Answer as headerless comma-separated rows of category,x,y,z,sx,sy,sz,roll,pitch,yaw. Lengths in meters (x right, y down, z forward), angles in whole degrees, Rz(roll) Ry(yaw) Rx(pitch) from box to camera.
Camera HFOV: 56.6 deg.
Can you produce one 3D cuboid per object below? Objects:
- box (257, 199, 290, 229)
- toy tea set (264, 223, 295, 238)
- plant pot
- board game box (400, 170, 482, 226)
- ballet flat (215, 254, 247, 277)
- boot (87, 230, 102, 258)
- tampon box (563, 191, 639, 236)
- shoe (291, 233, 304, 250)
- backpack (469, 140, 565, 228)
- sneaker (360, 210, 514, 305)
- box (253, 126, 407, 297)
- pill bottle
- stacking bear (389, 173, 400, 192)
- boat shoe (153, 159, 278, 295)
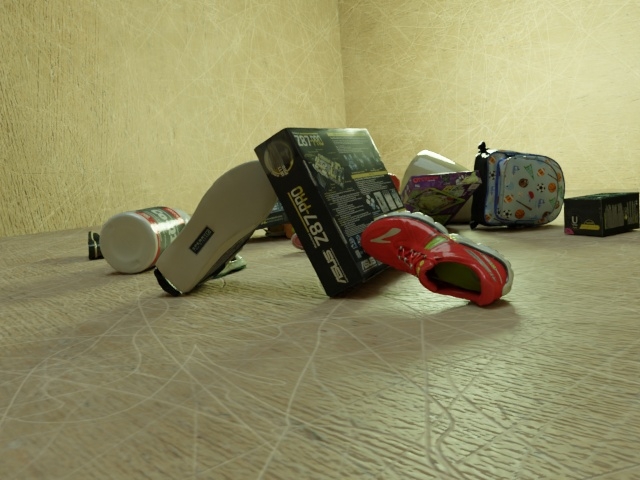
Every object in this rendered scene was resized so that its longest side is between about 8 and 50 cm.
box,-0.208,-0.119,2.061,0.183,0.059,0.232,-13,31,-3
toy tea set,-0.051,-0.078,2.052,0.200,0.124,0.336,-10,9,-36
plant pot,0.466,-0.164,2.105,0.274,0.256,0.256,22,22,36
board game box,0.342,-0.116,1.851,0.208,0.056,0.347,-9,-18,-10
ballet flat,-0.224,0.051,1.441,0.057,0.052,0.168,-2,7,18
boot,-0.696,0.018,1.966,0.137,0.076,0.198,-2,19,-21
tampon box,0.762,-0.073,1.609,0.161,0.101,0.120,-9,8,-27
shoe,0.000,0.000,1.651,0.178,0.063,0.081,1,3,9
backpack,0.617,-0.159,1.830,0.264,0.276,0.213,0,11,-16
sneaker,0.181,0.029,0.998,0.279,0.107,0.118,19,27,29
box,0.061,-0.079,1.239,0.097,0.318,0.395,-27,-3,28
pill bottle,-0.465,-0.012,1.646,0.161,0.161,0.283,-3,8,12
stacking bear,0.174,-0.120,2.064,0.176,0.164,0.289,7,-9,5
boat shoe,-0.199,-0.033,1.247,0.340,0.127,0.158,-43,-3,9
